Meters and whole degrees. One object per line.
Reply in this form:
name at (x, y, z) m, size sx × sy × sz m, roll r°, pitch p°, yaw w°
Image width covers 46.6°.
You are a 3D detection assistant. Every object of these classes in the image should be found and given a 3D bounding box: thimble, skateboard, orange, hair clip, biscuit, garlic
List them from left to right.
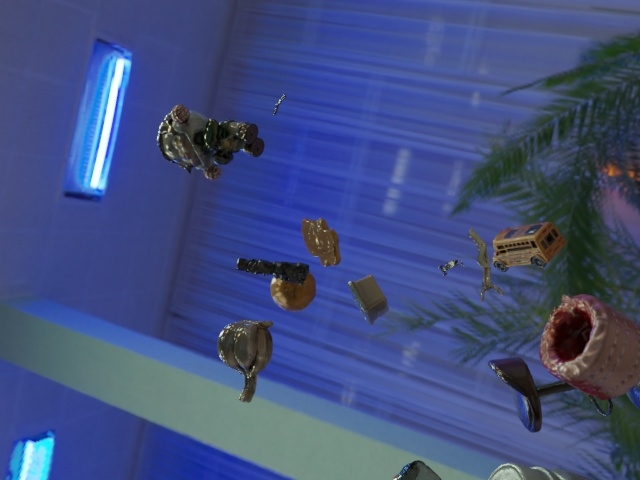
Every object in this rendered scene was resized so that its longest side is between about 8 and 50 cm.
garlic at (-0.179, 0.273, 1.712) m, size 0.127 × 0.131 × 0.194 m, roll 6°, pitch -89°, yaw -40°
orange at (-0.092, 0.160, 2.503) m, size 0.136 × 0.158 × 0.159 m, roll 58°, pitch -132°, yaw -86°
biscuit at (0.003, 0.005, 1.989) m, size 0.027 × 0.184 × 0.134 m, roll -17°, pitch -81°, yaw -26°
skateboard at (0.350, 0.059, 1.908) m, size 0.083 × 0.032 × 0.064 m, roll -16°, pitch -18°, yaw -42°
hair clip at (0.473, 0.064, 2.133) m, size 0.034 × 0.072 × 0.226 m, roll 50°, pitch -148°, yaw -65°
thimble at (0.498, 0.196, 1.363) m, size 0.163 × 0.125 × 0.189 m, roll -59°, pitch 13°, yaw 15°

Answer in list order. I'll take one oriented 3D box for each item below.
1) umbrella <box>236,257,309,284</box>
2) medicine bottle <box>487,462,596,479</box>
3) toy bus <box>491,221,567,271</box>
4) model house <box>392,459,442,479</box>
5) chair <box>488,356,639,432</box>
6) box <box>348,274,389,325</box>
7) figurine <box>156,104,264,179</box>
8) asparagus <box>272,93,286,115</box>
umbrella at (-0.147, 0.090, 2.288) m, size 0.071 × 0.224 × 0.080 m, roll -91°, pitch 15°, yaw -50°
medicine bottle at (0.572, 0.684, 1.822) m, size 0.245 × 0.306 × 0.245 m, roll -159°, pitch 90°, yaw -75°
toy bus at (0.472, 0.012, 1.738) m, size 0.083 × 0.194 × 0.088 m, roll -42°, pitch -77°, yaw -24°
model house at (0.250, 0.828, 2.185) m, size 0.291 × 0.253 × 0.184 m, roll -45°, pitch 6°, yaw 29°
chair at (0.693, 0.408, 2.112) m, size 0.226 × 0.400 × 0.227 m, roll -11°, pitch -90°, yaw -89°
box at (0.114, 0.135, 1.727) m, size 0.062 × 0.089 × 0.122 m, roll -30°, pitch -24°, yaw -3°
figurine at (-0.344, -0.307, 2.244) m, size 0.167 × 0.369 × 0.281 m, roll -61°, pitch -38°, yaw -34°
asparagus at (-0.134, -0.448, 2.438) m, size 0.016 × 0.016 × 0.163 m, roll -32°, pitch -3°, yaw -22°
